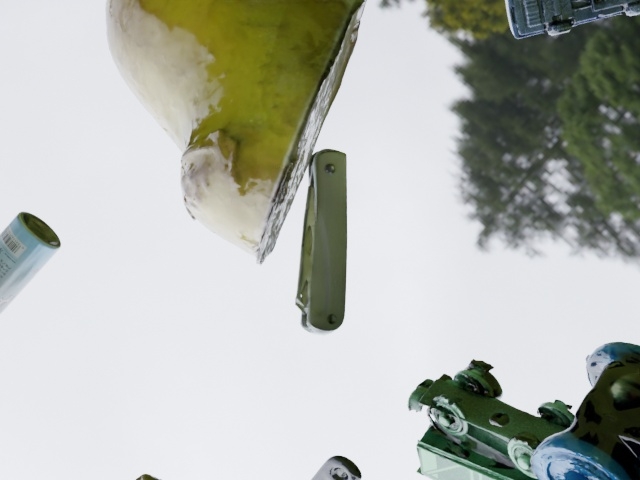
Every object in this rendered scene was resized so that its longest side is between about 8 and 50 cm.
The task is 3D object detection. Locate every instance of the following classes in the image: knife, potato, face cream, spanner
[{"bbox_3d":[0.003,0.000,1.579,0.073,0.040,0.266,9,-104,-23],"label":"knife"},{"bbox_3d":[-0.130,-0.181,1.274,0.296,0.290,0.397,22,-121,2],"label":"potato"},{"bbox_3d":[-0.455,0.065,1.544,0.075,0.229,0.075,43,-169,-10],"label":"face cream"},{"bbox_3d":[-0.039,0.321,1.248,0.087,0.316,0.024,38,-138,6],"label":"spanner"}]

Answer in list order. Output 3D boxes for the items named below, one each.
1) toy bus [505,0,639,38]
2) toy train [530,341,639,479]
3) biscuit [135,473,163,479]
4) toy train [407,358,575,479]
[{"bbox_3d":[0.366,-0.333,1.529,0.094,0.236,0.079,-93,-11,-79],"label":"toy bus"},{"bbox_3d":[0.360,0.263,1.138,0.265,0.300,0.188,20,-130,29],"label":"toy train"},{"bbox_3d":[-0.246,0.387,1.528,0.183,0.039,0.174,32,-153,-51],"label":"biscuit"},{"bbox_3d":[0.237,0.254,1.420,0.269,0.154,0.115,17,-131,35],"label":"toy train"}]
